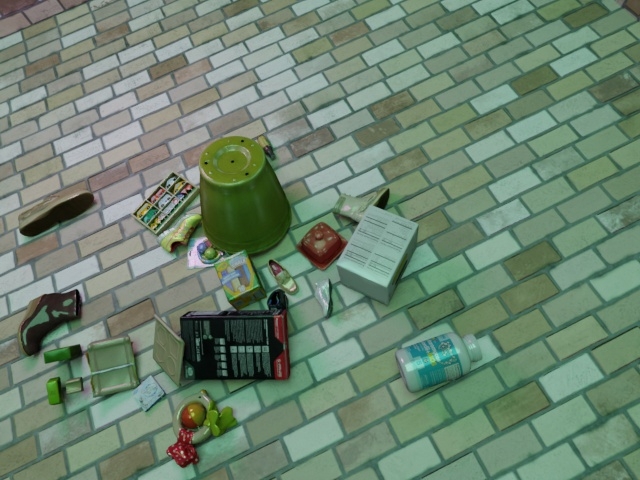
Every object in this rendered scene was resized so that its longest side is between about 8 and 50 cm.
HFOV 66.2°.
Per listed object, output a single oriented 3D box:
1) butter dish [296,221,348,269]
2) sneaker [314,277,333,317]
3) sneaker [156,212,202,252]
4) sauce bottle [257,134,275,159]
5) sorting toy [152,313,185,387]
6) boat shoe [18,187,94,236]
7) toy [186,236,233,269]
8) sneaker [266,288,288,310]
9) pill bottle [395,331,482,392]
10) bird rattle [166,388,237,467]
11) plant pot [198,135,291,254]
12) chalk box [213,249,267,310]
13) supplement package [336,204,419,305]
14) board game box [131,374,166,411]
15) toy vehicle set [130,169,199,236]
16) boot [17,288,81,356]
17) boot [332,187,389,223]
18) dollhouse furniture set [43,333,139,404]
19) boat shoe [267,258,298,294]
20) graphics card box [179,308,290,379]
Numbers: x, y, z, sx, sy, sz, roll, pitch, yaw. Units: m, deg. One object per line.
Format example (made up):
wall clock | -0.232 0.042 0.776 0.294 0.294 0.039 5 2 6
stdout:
butter dish | 0.000 0.000 1.878 0.160 0.118 0.160 39 76 23
sneaker | 0.012 0.215 1.815 0.061 0.054 0.152 -10 57 14
sneaker | -0.558 -0.027 2.003 0.208 0.081 0.094 -39 71 -3
sauce bottle | -0.236 -0.408 2.152 0.042 0.042 0.128 -30 67 -6
sorting toy | -0.531 0.384 1.725 0.038 0.208 0.193 -14 31 -42
boat shoe | -1.149 -0.146 2.117 0.341 0.122 0.110 -28 65 -4
toy | -0.427 0.030 1.962 0.237 0.056 0.137 -6 63 5
sneaker | -0.165 0.280 1.767 0.079 0.121 0.217 -2 64 9
pill bottle | 0.391 0.392 1.617 0.264 0.146 0.146 -19 63 -1
bird rattle | -0.420 0.630 1.665 0.253 0.143 0.207 -40 53 3
plant pot | -0.306 -0.192 1.855 0.366 0.353 0.367 -1 57 2
chalk box | -0.307 0.130 1.851 0.132 0.132 0.213 -24 66 -3
supplement package | 0.210 0.055 1.774 0.198 0.199 0.263 24 70 18
board game box | -0.617 0.549 1.762 0.090 0.020 0.090 -43 67 -12
toy vehicle set | -0.660 -0.161 2.099 0.166 0.035 0.267 32 73 21
boot | -1.045 0.312 1.899 0.206 0.090 0.249 -12 60 5
boot | 0.165 -0.156 1.949 0.165 0.077 0.213 21 52 31
dollhouse furniture set | -0.829 0.470 1.808 0.301 0.151 0.198 -10 84 -15
boat shoe | -0.150 0.135 1.868 0.063 0.059 0.170 -41 66 -11
graphics card box | -0.295 0.363 1.709 0.370 0.094 0.233 -3 96 6
